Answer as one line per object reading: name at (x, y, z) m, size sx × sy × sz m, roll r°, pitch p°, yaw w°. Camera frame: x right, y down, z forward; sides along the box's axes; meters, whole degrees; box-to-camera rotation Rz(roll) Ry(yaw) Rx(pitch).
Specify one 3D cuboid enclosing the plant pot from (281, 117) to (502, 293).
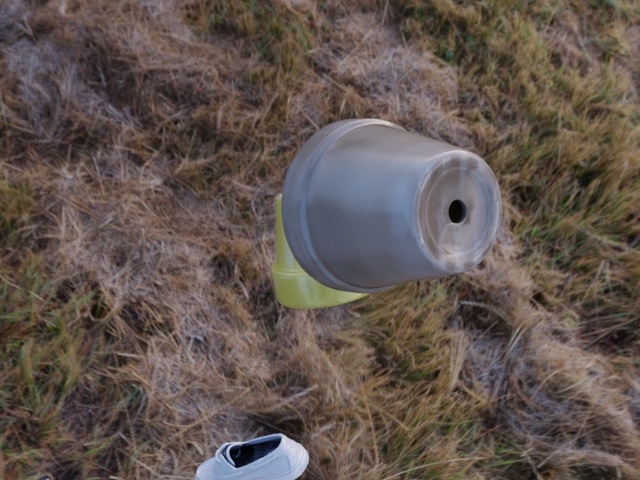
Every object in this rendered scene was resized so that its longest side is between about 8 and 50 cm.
plant pot at (0.140, -0.056, 1.068) m, size 0.323 × 0.280 × 0.323 m, roll -3°, pitch 95°, yaw -33°

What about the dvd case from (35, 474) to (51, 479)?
dvd case at (-0.409, 0.440, 0.850) m, size 0.022 × 0.253 × 0.180 m, roll -44°, pitch 81°, yaw 13°

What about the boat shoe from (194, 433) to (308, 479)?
boat shoe at (-0.105, 0.293, 0.831) m, size 0.184 × 0.063 × 0.066 m, roll -18°, pitch 31°, yaw 34°

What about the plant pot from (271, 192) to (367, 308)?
plant pot at (0.000, 0.000, 1.421) m, size 0.254 × 0.254 × 0.238 m, roll -13°, pitch 103°, yaw -4°
